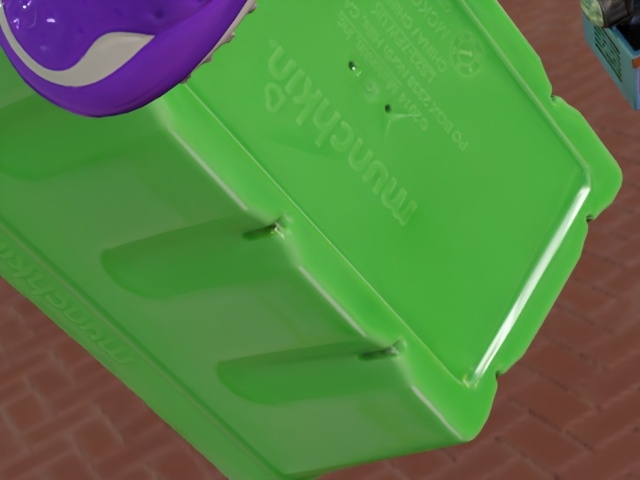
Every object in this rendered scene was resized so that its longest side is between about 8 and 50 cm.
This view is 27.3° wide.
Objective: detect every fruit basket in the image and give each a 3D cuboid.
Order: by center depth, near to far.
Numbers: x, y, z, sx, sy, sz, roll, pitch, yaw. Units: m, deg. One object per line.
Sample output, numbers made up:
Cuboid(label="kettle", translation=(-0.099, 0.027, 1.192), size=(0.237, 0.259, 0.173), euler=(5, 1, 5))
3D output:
Cuboid(label="fruit basket", translation=(-0.076, -0.075, 0.694), size=(0.392, 0.392, 0.283), euler=(9, 56, 44))

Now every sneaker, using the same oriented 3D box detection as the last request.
Cuboid(label="sneaker", translation=(-0.049, -0.144, 0.322), size=(0.102, 0.293, 0.146), euler=(32, 35, 7))

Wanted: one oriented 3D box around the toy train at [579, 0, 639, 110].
Cuboid(label="toy train", translation=(0.225, -0.149, 0.709), size=(0.184, 0.105, 0.080), euler=(-26, 59, -1))
